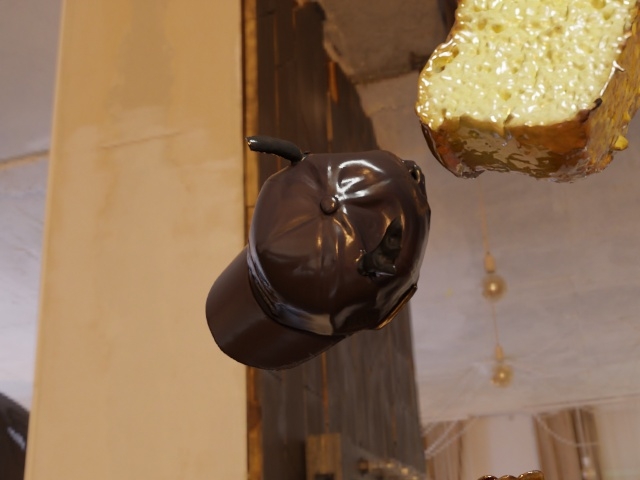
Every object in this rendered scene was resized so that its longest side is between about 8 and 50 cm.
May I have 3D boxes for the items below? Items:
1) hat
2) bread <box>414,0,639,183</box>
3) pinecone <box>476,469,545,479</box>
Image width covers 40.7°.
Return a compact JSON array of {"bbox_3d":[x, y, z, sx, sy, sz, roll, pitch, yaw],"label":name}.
[{"bbox_3d":[-0.026,0.006,1.015,0.336,0.238,0.209,-36,-25,9],"label":"hat"},{"bbox_3d":[0.236,-0.173,0.872,0.194,0.340,0.179,12,-34,31],"label":"bread"},{"bbox_3d":[0.251,0.433,1.103,0.264,0.264,0.264,-2,-23,-1],"label":"pinecone"}]
